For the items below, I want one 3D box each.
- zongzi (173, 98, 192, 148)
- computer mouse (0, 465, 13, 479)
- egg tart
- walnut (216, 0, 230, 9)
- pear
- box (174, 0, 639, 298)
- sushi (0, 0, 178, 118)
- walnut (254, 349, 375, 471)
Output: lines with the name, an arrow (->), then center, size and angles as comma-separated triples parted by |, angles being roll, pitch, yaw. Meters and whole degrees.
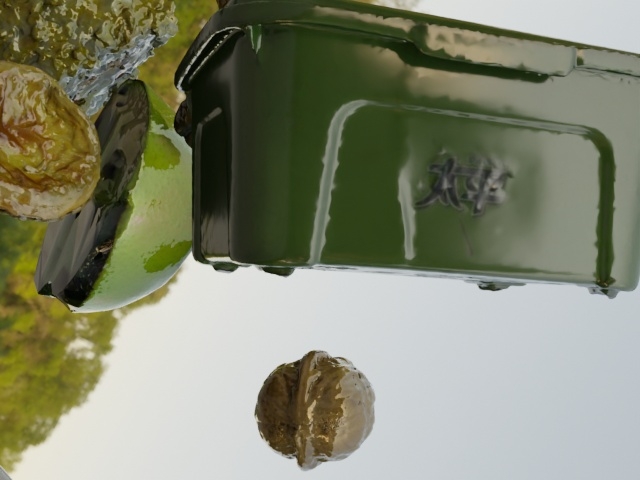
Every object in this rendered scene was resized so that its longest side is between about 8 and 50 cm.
zongzi -> -0.114, -0.242, 1.184 | 0.221, 0.242, 0.112 | -9, -168, 25
computer mouse -> -0.504, 0.418, 1.344 | 0.297, 0.121, 0.184 | 53, -37, 25
egg tart -> -0.403, -0.124, 1.162 | 0.106, 0.241, 0.241 | -33, -150, 41
walnut -> -0.093, -0.401, 1.425 | 0.166, 0.149, 0.166 | -41, -155, 25
pear -> -0.291, -0.051, 1.396 | 0.399, 0.165, 0.399 | -42, -145, 39
box -> 0.061, -0.051, 0.638 | 0.253, 0.329, 0.178 | -179, -85, -74
sushi -> -0.484, -0.378, 1.691 | 0.396, 0.240, 0.351 | -43, -177, -36
walnut -> -0.008, 0.277, 1.449 | 0.198, 0.198, 0.245 | -59, 169, 7
